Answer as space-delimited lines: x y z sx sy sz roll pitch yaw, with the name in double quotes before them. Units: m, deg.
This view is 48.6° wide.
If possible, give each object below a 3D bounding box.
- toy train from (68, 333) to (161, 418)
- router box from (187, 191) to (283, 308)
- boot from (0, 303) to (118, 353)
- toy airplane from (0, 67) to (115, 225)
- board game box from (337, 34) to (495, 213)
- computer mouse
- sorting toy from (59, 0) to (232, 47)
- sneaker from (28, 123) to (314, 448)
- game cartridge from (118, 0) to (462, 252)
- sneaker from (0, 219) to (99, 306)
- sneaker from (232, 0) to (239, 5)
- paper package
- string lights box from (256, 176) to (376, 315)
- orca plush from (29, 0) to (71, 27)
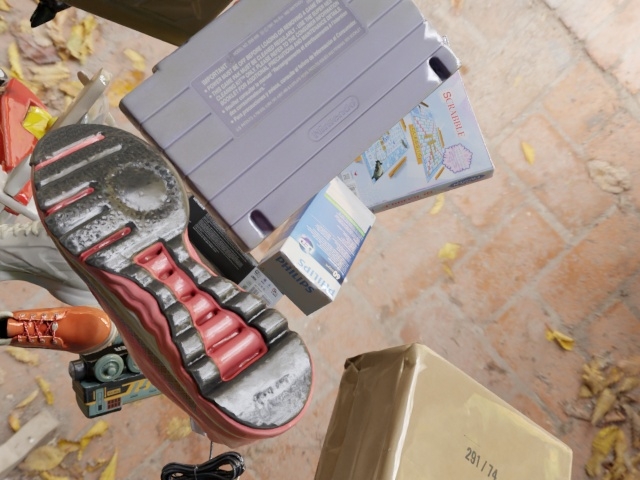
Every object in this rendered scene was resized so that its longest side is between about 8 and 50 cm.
"toy train" -0.496 0.341 1.868 0.334 0.142 0.190 -10 116 -39
"router box" -0.244 0.026 1.610 0.081 0.243 0.309 -46 111 -16
"boot" -0.317 0.105 0.826 0.158 0.085 0.059 -5 81 15
"toy airplane" -0.579 -0.160 1.440 0.386 0.272 0.384 3 74 38
"board game box" 0.161 -0.235 1.492 0.318 0.066 0.318 -17 75 5
"computer mouse" -0.135 0.197 0.854 0.106 0.042 0.192 -8 66 25
"sorting toy" -0.173 -0.327 0.904 0.307 0.229 0.041 15 69 -29
"sneaker" -0.143 0.046 0.580 0.116 0.136 0.314 -30 76 -37
"game cartridge" -0.029 -0.184 0.836 0.355 0.068 0.230 -41 92 -13
"sneaker" -0.469 0.003 1.161 0.305 0.114 0.152 17 113 -8
"sneaker" -0.136 -0.537 1.641 0.175 0.067 0.064 22 73 29
"paper package" 0.156 0.349 0.933 0.325 0.168 0.309 36 52 -22
"string lights box" 0.000 0.000 1.313 0.133 0.259 0.077 46 131 -13
"orca plush" -0.478 -0.420 1.047 0.151 0.287 0.102 5 60 4
